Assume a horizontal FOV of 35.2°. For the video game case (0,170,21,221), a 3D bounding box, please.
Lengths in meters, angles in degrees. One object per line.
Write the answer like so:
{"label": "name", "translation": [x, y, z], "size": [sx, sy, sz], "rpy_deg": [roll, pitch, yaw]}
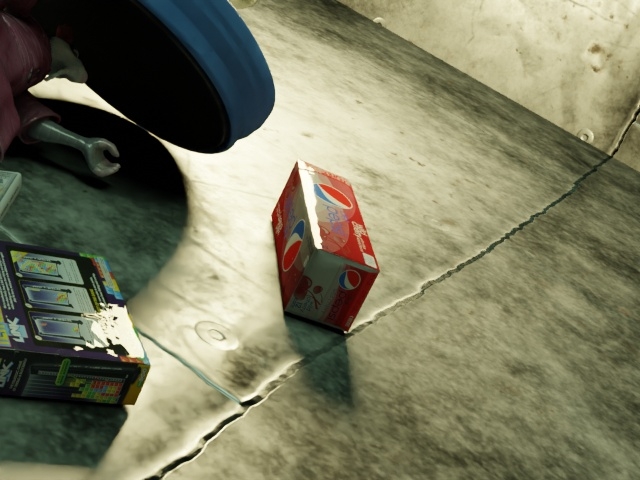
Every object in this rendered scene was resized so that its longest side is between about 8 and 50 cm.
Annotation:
{"label": "video game case", "translation": [-0.381, -0.032, 0.898], "size": [0.190, 0.022, 0.173], "rpy_deg": [6, 25, -6]}

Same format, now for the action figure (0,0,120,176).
{"label": "action figure", "translation": [-0.370, -0.188, 1.109], "size": [0.276, 0.248, 0.370], "rpy_deg": [3, 13, 4]}

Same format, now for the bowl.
{"label": "bowl", "translation": [-0.235, -0.257, 1.280], "size": [0.391, 0.077, 0.391], "rpy_deg": [32, -20, 13]}

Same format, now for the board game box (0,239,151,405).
{"label": "board game box", "translation": [-0.238, 0.068, 0.873], "size": [0.141, 0.048, 0.170], "rpy_deg": [10, 27, -32]}

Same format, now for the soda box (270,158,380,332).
{"label": "soda box", "translation": [0.000, 0.000, 1.235], "size": [0.083, 0.092, 0.263], "rpy_deg": [20, 23, -15]}

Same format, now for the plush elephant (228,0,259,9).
{"label": "plush elephant", "translation": [-0.251, -0.494, 1.830], "size": [0.272, 0.255, 0.330], "rpy_deg": [37, 21, 12]}
